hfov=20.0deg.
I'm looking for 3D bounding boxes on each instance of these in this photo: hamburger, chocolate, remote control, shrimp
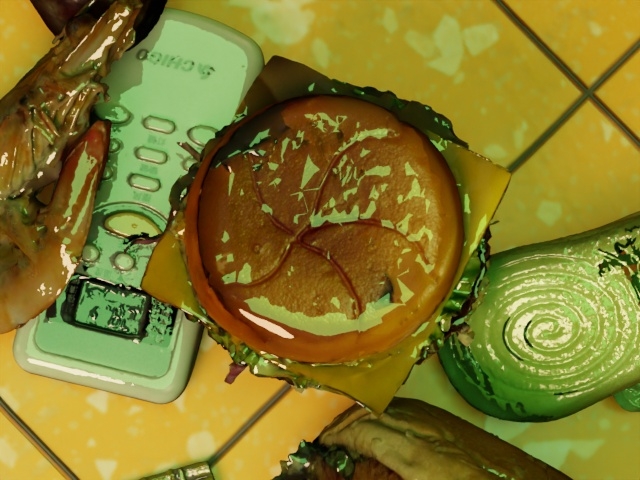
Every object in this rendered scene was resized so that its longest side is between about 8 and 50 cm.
[{"bbox_3d":[0.119,0.211,1.295,0.309,0.211,0.132,29,87,-2],"label":"hamburger"},{"bbox_3d":[-0.175,-0.220,1.365,0.125,0.080,0.148,8,60,27],"label":"chocolate"},{"bbox_3d":[-0.133,-0.031,1.378,0.140,0.056,0.296,14,83,-4],"label":"remote control"},{"bbox_3d":[-0.202,-0.047,1.316,0.287,0.063,0.152,-50,60,20],"label":"shrimp"},{"bbox_3d":[0.000,0.000,1.309,0.262,0.138,0.243,32,77,7],"label":"hamburger"}]

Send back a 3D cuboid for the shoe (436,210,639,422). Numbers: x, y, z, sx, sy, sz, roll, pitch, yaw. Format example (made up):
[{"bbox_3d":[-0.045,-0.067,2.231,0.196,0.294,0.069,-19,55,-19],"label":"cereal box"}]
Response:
[{"bbox_3d":[0.218,0.057,1.363,0.262,0.128,0.140,-24,75,22],"label":"shoe"}]

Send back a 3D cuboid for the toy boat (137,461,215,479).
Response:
[{"bbox_3d":[-0.130,0.211,1.370,0.115,0.016,0.063,-17,86,-7],"label":"toy boat"}]
